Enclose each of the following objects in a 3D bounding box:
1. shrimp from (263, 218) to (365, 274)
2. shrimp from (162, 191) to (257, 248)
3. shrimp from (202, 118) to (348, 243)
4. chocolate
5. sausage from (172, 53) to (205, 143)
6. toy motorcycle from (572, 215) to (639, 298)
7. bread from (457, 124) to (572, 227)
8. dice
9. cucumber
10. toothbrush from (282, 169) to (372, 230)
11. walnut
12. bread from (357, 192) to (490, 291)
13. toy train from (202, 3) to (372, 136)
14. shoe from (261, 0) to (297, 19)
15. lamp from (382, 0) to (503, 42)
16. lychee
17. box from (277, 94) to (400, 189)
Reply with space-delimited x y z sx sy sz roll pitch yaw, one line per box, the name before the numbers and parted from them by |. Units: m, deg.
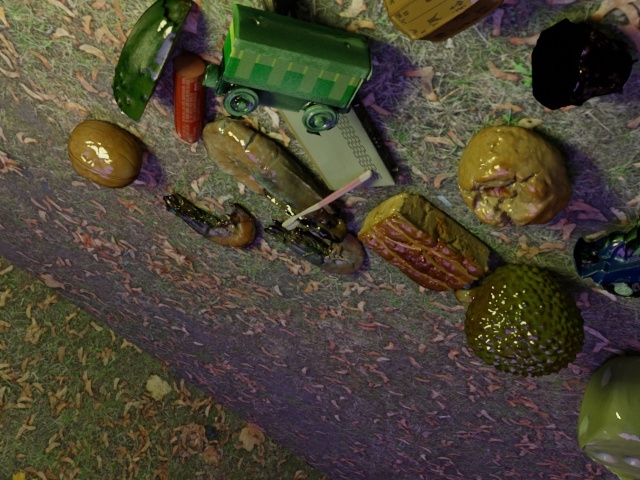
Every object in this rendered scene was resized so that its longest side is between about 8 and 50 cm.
shrimp | -0.002 0.006 1.930 0.289 0.075 0.178 34 139 -13
shrimp | -0.307 -0.069 2.033 0.290 0.054 0.222 30 149 -15
shrimp | -0.110 -0.136 1.770 0.446 0.110 0.221 39 151 -15
chocolate | 0.444 -0.282 1.178 0.133 0.156 0.156 2 152 -15
sausage | -0.306 -0.313 1.663 0.074 0.074 0.274 23 148 3
toy motorcycle | 0.647 0.023 1.472 0.196 0.125 0.331 23 152 2
bread | 0.385 -0.112 1.433 0.245 0.134 0.244 20 148 13
dice | 0.831 0.464 1.856 0.252 0.254 0.249 22 145 8
cucumber | -0.375 -0.399 1.539 0.105 0.145 0.325 28 144 -17
toothbrush | 0.015 -0.091 1.666 0.286 0.020 0.025 -30 124 35
walnut | -0.570 -0.227 1.890 0.207 0.167 0.167 28 148 -1
bread | 0.249 0.011 1.726 0.275 0.114 0.185 33 148 -16
toy train | -0.061 -0.315 1.340 0.301 0.120 0.202 8 140 -21
shoe | -0.089 -0.429 1.355 0.077 0.074 0.194 15 149 24
lamp | 0.195 -0.405 1.121 0.161 0.161 0.185 39 147 -21
lychee | 0.467 0.182 1.685 0.270 0.320 0.270 -20 148 -13
box | 0.045 -0.222 1.584 0.211 0.045 0.270 -4 138 37
